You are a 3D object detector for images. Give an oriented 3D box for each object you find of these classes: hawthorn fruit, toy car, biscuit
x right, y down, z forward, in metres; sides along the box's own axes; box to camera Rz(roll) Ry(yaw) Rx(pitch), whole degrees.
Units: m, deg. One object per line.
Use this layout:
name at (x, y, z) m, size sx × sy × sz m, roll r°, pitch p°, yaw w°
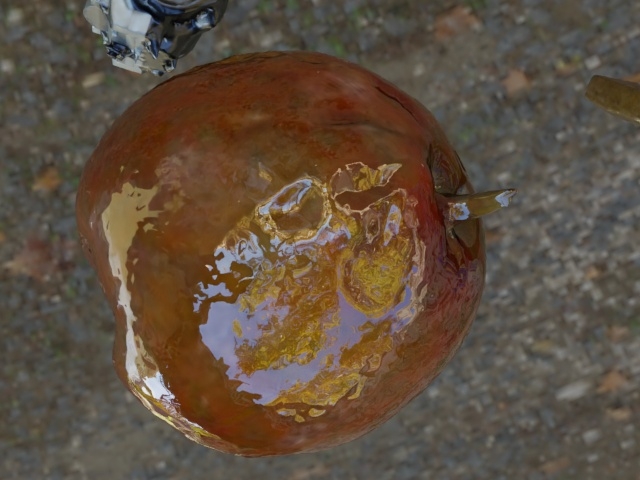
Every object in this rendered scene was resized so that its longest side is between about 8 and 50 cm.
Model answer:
hawthorn fruit at (0.000, 0.000, 0.964) m, size 0.298 × 0.277 × 0.277 m, roll -18°, pitch 160°, yaw 30°
toy car at (-0.120, -0.292, 1.265) m, size 0.118 × 0.301 × 0.193 m, roll 15°, pitch 173°, yaw -6°
biscuit at (0.375, -0.092, 1.240) m, size 0.301 × 0.043 × 0.278 m, roll 16°, pitch -168°, yaw 24°
